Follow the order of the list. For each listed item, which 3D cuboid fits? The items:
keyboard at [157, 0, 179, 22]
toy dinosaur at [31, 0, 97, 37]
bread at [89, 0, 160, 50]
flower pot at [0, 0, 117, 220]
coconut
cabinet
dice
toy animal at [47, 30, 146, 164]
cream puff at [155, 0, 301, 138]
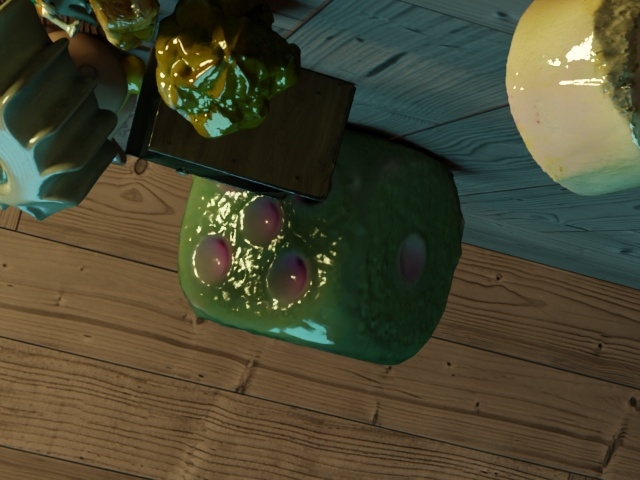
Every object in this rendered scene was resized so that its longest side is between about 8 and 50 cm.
[{"bbox_3d":[-0.162,-0.233,1.372,0.055,0.014,0.176,17,176,-30],"label":"keyboard"},{"bbox_3d":[-0.284,-0.253,1.412,0.106,0.044,0.187,28,-172,-6],"label":"toy dinosaur"},{"bbox_3d":[-0.177,-0.213,1.231,0.053,0.074,0.132,-26,179,-8],"label":"bread"},{"bbox_3d":[-0.422,-0.140,1.597,0.367,0.164,0.254,-8,127,39],"label":"flower pot"},{"bbox_3d":[0.197,-0.103,0.903,0.147,0.147,0.153,16,170,-24],"label":"coconut"},{"bbox_3d":[-0.102,-0.136,1.620,0.215,0.148,0.175,16,177,-18],"label":"cabinet"},{"bbox_3d":[0.000,0.000,2.052,0.330,0.318,0.322,11,175,36],"label":"dice"},{"bbox_3d":[-0.305,-0.190,1.733,0.165,0.149,0.248,29,165,0],"label":"toy animal"},{"bbox_3d":[-0.076,-0.165,1.237,0.116,0.146,0.146,-12,160,41],"label":"cream puff"}]
